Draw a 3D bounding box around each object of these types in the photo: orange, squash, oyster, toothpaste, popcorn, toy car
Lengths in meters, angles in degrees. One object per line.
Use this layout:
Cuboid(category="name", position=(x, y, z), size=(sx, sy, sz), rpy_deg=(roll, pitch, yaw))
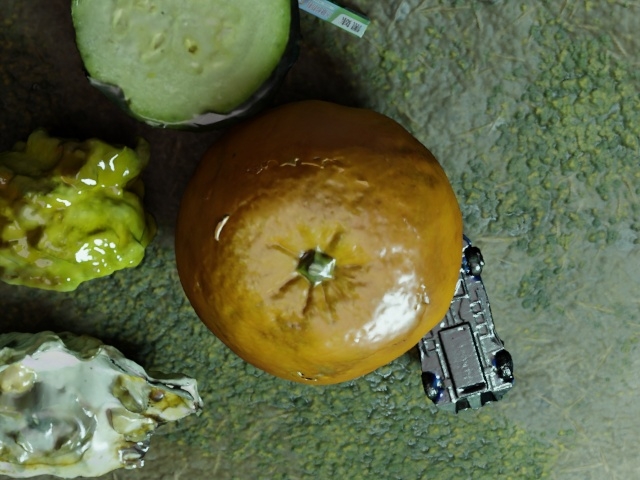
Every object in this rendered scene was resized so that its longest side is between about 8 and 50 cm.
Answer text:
Cuboid(category="orange", position=(0.000, 0.000, 1.372), size=(0.284, 0.226, 0.283), rpy_deg=(1, 110, 3))
Cuboid(category="squash", position=(-0.127, -0.212, 1.351), size=(0.220, 0.133, 0.220), rpy_deg=(0, 99, -2))
Cuboid(category="oyster", position=(-0.310, 0.167, 1.509), size=(0.355, 0.107, 0.201), rpy_deg=(2, 135, -18))
Cuboid(category="toothpaste", position=(0.008, -0.228, 1.384), size=(0.083, 0.017, 0.020), rpy_deg=(24, 110, -14))
Cuboid(category="popcorn", position=(-0.256, -0.036, 1.370), size=(0.198, 0.197, 0.155), rpy_deg=(-5, 99, -2))
Cuboid(category="toy car", position=(0.139, 0.081, 1.511), size=(0.103, 0.063, 0.216), rpy_deg=(-17, 104, 3))
